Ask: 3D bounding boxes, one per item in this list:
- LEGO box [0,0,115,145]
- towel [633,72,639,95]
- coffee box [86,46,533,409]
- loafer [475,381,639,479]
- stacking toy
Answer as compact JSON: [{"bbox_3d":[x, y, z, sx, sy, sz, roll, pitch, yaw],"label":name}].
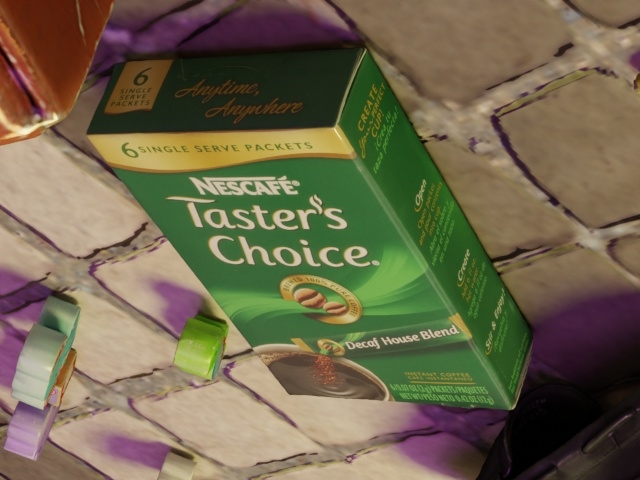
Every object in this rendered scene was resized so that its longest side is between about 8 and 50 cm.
[{"bbox_3d":[-0.286,-0.223,0.327,0.372,0.193,0.500,-9,132,21],"label":"LEGO box"},{"bbox_3d":[0.147,-0.048,0.639,0.060,0.009,0.083,37,145,-23],"label":"towel"},{"bbox_3d":[0.000,0.000,0.772,0.113,0.040,0.184,1,144,30],"label":"coffee box"},{"bbox_3d":[0.106,0.098,0.844,0.223,0.076,0.078,-28,89,59],"label":"loafer"},{"bbox_3d":[-0.138,0.072,0.958,0.167,0.052,0.221,20,148,1],"label":"stacking toy"}]
